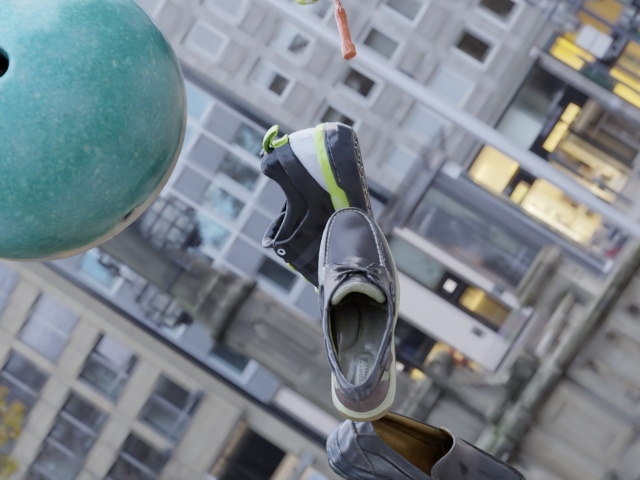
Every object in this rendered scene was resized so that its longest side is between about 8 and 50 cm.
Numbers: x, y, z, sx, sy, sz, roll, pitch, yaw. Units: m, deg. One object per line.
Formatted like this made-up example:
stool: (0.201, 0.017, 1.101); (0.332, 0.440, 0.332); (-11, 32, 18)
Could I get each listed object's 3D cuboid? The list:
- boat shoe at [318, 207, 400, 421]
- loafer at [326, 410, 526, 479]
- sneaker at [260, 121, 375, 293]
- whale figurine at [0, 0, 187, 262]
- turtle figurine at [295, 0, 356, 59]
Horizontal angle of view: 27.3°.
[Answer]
boat shoe: (0.027, 0.040, 0.856); (0.049, 0.056, 0.152); (86, 178, -60)
loafer: (0.092, 0.175, 1.032); (0.061, 0.170, 0.062); (124, 157, -47)
sneaker: (0.000, 0.000, 1.143); (0.084, 0.097, 0.234); (-89, -12, -61)
whale figurine: (-0.200, -0.115, 0.748); (0.216, 0.272, 0.141); (-40, -8, -5)
turtle figurine: (-0.034, -0.291, 1.066); (0.087, 0.217, 0.269); (-19, 68, 56)
